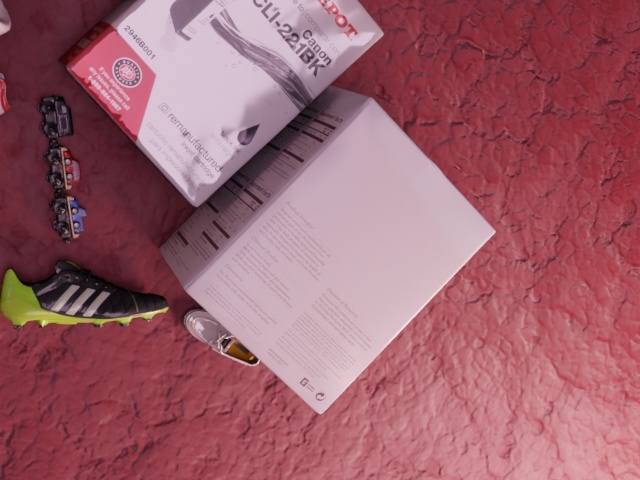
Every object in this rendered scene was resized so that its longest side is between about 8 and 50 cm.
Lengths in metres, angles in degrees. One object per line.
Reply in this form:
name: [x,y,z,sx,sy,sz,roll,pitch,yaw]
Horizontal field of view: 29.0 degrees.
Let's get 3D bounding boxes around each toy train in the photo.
toy train: [-0.272,-0.075,1.308,0.036,0.027,0.158,-10,104,-25]

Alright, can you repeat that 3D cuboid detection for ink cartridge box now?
ink cartridge box: [-0.102,-0.201,1.282,0.273,0.114,0.197,-43,109,-5]

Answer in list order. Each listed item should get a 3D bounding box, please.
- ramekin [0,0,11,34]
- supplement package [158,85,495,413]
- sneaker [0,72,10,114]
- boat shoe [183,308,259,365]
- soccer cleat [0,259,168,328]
ramekin: [-0.417,-0.264,1.102,0.135,0.277,0.277,-36,109,1]
supplement package: [0.000,0.000,1.309,0.262,0.198,0.199,-46,109,-2]
sneaker: [-0.360,-0.172,1.253,0.067,0.042,0.118,-27,115,-5]
boat shoe: [-0.109,0.111,1.388,0.100,0.035,0.035,37,90,-20]
soccer cleat: [-0.252,0.057,1.327,0.179,0.060,0.072,0,89,-15]
